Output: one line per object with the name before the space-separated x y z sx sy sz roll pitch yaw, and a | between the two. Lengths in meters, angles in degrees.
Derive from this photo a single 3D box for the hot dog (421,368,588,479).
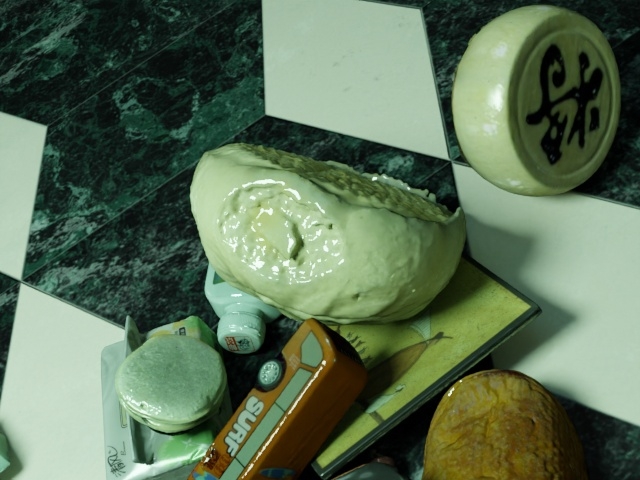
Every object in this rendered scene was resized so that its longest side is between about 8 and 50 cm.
hot dog | 0.199 0.271 1.113 0.196 0.122 0.272 -10 35 16

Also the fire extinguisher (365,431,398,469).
fire extinguisher | 0.077 0.312 1.184 0.064 0.043 0.158 -52 32 40

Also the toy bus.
toy bus | -0.094 0.281 1.186 0.409 0.093 0.092 -54 43 0

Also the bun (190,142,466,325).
bun | 0.002 0.004 1.298 0.364 0.364 0.202 25 104 36

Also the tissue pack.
tissue pack | -0.213 0.217 1.318 0.159 0.145 0.229 -21 49 7

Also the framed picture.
framed picture | 0.087 0.138 1.289 0.338 0.014 0.255 -36 31 -7

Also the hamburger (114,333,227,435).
hamburger | -0.185 0.181 1.241 0.133 0.062 0.140 29 47 14

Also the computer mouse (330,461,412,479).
computer mouse | -0.003 0.359 1.057 0.323 0.116 0.183 -42 38 30

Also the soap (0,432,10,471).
soap | -0.539 0.341 1.402 0.198 0.063 0.114 -38 24 -7

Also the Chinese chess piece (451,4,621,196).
Chinese chess piece | 0.294 -0.187 1.340 0.104 0.257 0.257 10 56 52

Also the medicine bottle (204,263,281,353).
medicine bottle | -0.102 0.052 1.442 0.121 0.083 0.229 -4 51 13
